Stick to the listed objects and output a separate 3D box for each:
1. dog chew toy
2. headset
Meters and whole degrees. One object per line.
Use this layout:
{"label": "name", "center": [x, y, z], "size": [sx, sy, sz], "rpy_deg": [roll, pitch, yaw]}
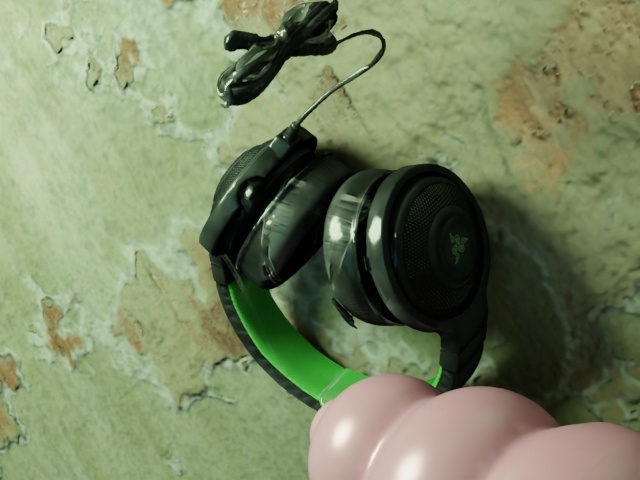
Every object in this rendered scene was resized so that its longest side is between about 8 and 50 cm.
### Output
{"label": "dog chew toy", "center": [0.127, 0.201, 1.069], "size": [0.332, 0.206, 0.207], "rpy_deg": [25, 123, 36]}
{"label": "headset", "center": [0.000, 0.000, 1.149], "size": [0.243, 0.185, 0.394], "rpy_deg": [18, 130, 29]}
